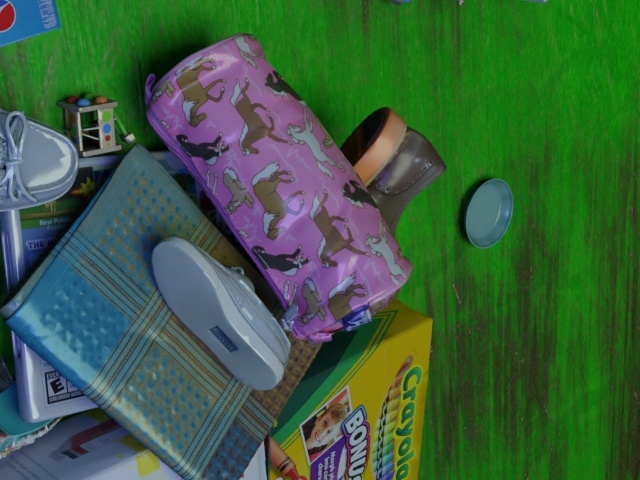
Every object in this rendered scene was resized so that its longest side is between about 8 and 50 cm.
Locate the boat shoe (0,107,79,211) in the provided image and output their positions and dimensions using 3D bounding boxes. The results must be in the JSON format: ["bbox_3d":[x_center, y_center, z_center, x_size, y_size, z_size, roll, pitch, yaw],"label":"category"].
[{"bbox_3d":[-0.390,-0.094,1.195,0.320,0.103,0.118,12,87,-38],"label":"boat shoe"}]

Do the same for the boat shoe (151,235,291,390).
[{"bbox_3d":[-0.114,0.075,1.376,0.227,0.079,0.081,54,36,-20],"label":"boat shoe"}]

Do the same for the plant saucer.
[{"bbox_3d":[0.274,-0.047,1.918,0.119,0.021,0.119,-17,116,-39],"label":"plant saucer"}]

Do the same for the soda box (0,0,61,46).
[{"bbox_3d":[-0.382,-0.228,1.199,0.210,0.071,0.067,-27,122,-35],"label":"soda box"}]

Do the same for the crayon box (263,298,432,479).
[{"bbox_3d":[0.013,0.300,1.699,0.313,0.106,0.362,-21,127,-36],"label":"crayon box"}]

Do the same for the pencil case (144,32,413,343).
[{"bbox_3d":[-0.052,-0.063,1.395,0.386,0.160,0.167,56,34,0],"label":"pencil case"}]

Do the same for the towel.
[{"bbox_3d":[-0.176,0.105,1.386,0.370,0.040,0.271,48,59,-25],"label":"towel"}]

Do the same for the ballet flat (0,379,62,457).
[{"bbox_3d":[-0.398,0.226,1.334,0.077,0.091,0.241,-44,169,34],"label":"ballet flat"}]

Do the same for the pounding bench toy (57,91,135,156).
[{"bbox_3d":[-0.259,-0.141,1.359,0.083,0.052,0.065,-16,114,-39],"label":"pounding bench toy"}]

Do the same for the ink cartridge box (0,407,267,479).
[{"bbox_3d":[-0.262,0.366,1.454,0.385,0.160,0.279,-20,116,-37],"label":"ink cartridge box"}]

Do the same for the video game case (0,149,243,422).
[{"bbox_3d":[-0.231,0.042,1.420,0.329,0.036,0.299,-9,98,-41],"label":"video game case"}]

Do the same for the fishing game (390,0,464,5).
[{"bbox_3d":[0.120,-0.430,1.629,0.264,0.041,0.189,11,96,-37],"label":"fishing game"}]

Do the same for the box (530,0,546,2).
[{"bbox_3d":[0.325,-0.431,1.777,0.101,0.102,0.087,-43,131,-26],"label":"box"}]

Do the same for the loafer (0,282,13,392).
[{"bbox_3d":[-0.390,0.073,1.292,0.078,0.076,0.223,-31,120,-22],"label":"loafer"}]

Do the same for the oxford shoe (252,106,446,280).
[{"bbox_3d":[0.023,0.000,1.548,0.133,0.130,0.363,35,106,-20],"label":"oxford shoe"}]
